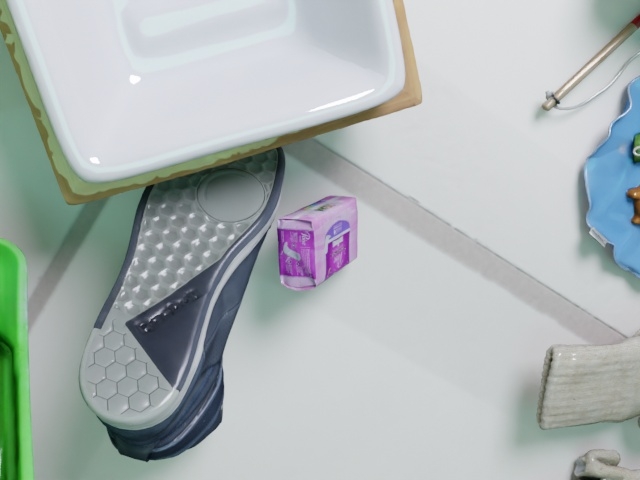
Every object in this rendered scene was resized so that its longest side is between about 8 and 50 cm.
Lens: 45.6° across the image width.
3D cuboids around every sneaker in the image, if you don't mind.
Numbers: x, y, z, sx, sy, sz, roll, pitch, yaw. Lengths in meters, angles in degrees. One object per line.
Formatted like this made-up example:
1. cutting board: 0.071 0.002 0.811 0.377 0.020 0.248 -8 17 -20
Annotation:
1. sneaker: -0.089 0.043 0.535 0.086 0.163 0.226 19 60 7

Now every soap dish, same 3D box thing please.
1. soap dish: -0.083 -0.192 0.448 0.229 0.118 0.290 -17 107 -7

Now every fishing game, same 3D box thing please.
1. fishing game: 0.294 -0.052 0.597 0.189 0.041 0.264 -41 107 0

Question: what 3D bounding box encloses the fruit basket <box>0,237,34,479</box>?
1. fruit basket: -0.328 0.069 0.349 0.392 0.283 0.392 -12 136 -12

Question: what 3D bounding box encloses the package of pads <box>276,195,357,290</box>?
1. package of pads: 0.000 0.000 0.537 0.032 0.083 0.050 3 105 24

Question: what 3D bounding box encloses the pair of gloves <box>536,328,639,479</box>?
1. pair of gloves: 0.272 0.171 0.649 0.204 0.042 0.240 -10 113 -11
